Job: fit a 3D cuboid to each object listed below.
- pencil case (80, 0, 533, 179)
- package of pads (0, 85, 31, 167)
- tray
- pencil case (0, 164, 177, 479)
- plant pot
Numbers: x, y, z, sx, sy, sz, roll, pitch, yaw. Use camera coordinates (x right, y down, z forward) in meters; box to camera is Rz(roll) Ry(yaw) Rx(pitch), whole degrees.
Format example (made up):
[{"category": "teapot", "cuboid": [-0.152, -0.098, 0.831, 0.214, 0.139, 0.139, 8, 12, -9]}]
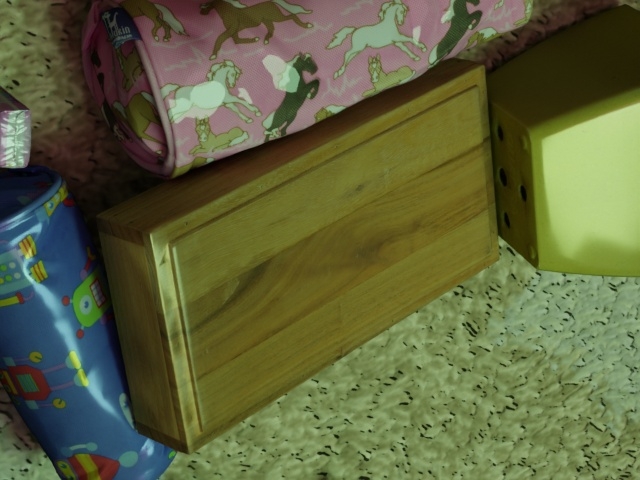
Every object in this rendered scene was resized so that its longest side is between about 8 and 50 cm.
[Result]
[{"category": "pencil case", "cuboid": [-0.005, -0.194, 1.404, 0.386, 0.160, 0.167, -24, 124, -20]}, {"category": "package of pads", "cuboid": [-0.260, -0.094, 1.340, 0.032, 0.083, 0.050, -5, 115, -34]}, {"category": "tray", "cuboid": [0.000, 0.000, 1.461, 0.411, 0.076, 0.203, -29, 122, -38]}, {"category": "pencil case", "cuboid": [-0.215, 0.077, 1.411, 0.133, 0.119, 0.306, -51, 130, -39]}, {"category": "plant pot", "cuboid": [0.256, -0.081, 1.584, 0.187, 0.212, 0.212, -13, 116, -13]}]
